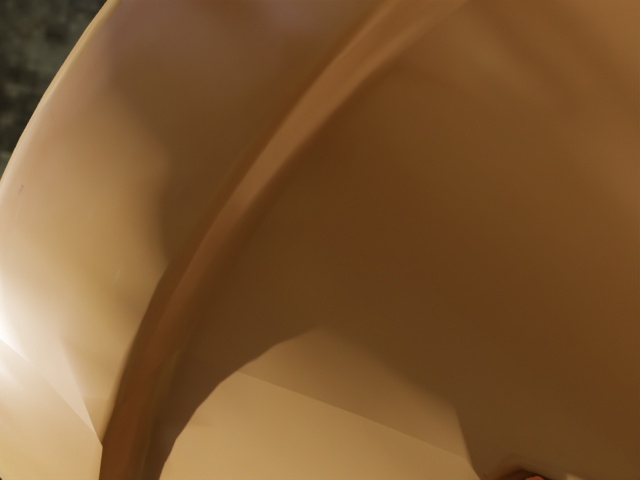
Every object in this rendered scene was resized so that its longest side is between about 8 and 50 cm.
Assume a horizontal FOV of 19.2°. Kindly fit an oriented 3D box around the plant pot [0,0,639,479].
[{"bbox_3d":[0.074,0.033,0.539,0.291,0.203,0.291,-34,-30,-23],"label":"plant pot"}]
